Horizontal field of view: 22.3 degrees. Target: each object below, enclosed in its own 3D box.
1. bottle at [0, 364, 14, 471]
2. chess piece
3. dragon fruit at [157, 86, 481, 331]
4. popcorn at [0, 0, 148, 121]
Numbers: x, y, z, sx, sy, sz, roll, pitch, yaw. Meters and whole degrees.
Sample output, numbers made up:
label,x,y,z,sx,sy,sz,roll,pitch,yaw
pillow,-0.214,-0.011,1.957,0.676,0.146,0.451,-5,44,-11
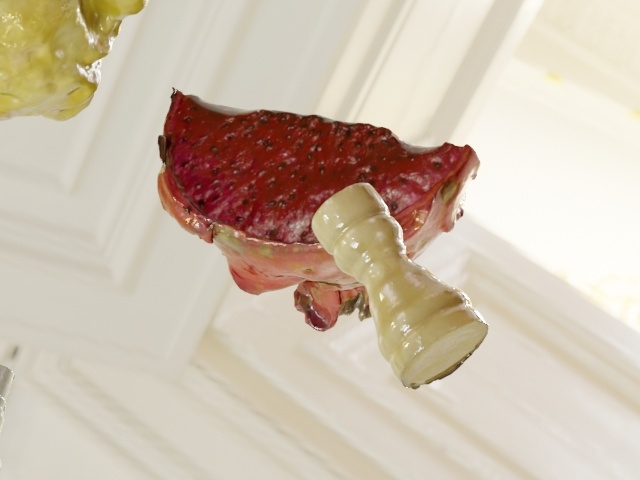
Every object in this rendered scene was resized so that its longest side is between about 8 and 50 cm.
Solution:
label,x,y,z,sx,sy,sz,roll,pitch,yaw
bottle,-0.279,0.191,1.248,0.060,0.060,0.217,22,-128,-9
chess piece,0.043,0.025,0.998,0.066,0.066,0.122,-7,-128,-46
dragon fruit,0.000,0.000,1.289,0.262,0.211,0.134,10,-116,27
popcorn,-0.229,-0.182,1.150,0.191,0.253,0.190,37,-132,12
